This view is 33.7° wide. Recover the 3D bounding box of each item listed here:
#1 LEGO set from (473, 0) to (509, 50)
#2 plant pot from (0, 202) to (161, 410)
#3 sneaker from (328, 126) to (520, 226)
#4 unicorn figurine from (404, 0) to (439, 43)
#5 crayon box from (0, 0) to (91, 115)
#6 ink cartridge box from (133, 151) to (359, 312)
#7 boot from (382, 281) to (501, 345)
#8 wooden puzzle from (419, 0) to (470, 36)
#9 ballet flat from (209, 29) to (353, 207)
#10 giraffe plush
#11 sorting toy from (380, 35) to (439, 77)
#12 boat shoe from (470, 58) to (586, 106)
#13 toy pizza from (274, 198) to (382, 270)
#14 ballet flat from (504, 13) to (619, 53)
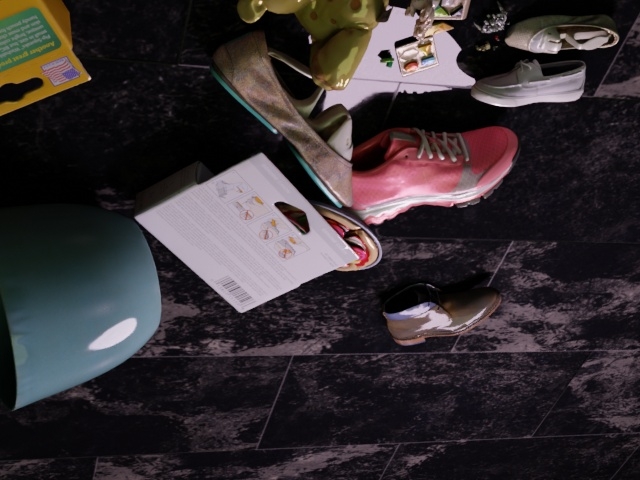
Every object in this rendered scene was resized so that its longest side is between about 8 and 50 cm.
[{"bbox_3d":[0.248,-0.301,1.513,0.054,0.023,0.083,-16,140,0],"label":"LEGO set"},{"bbox_3d":[-0.375,0.075,1.555,0.235,0.293,0.293,-14,142,-27],"label":"plant pot"},{"bbox_3d":[0.155,-0.119,1.621,0.313,0.116,0.136,-18,138,3],"label":"sneaker"},{"bbox_3d":[0.128,-0.348,1.371,0.060,0.162,0.111,-19,167,-4],"label":"unicorn figurine"},{"bbox_3d":[-0.439,-0.292,1.258,0.203,0.083,0.323,-21,139,6],"label":"crayon box"},{"bbox_3d":[-0.111,-0.022,1.637,0.239,0.060,0.275,-26,131,22],"label":"ink cartridge box"},{"bbox_3d":[0.218,0.122,1.939,0.219,0.082,0.106,-23,142,11],"label":"boot"},{"bbox_3d":[0.176,-0.332,1.463,0.078,0.014,0.116,-10,139,-8],"label":"wooden puzzle"},{"bbox_3d":[-0.021,-0.171,1.487,0.106,0.107,0.316,-39,124,8],"label":"ballet flat"},{"bbox_3d":[-0.009,-0.304,1.335,0.170,0.181,0.210,26,167,-9],"label":"giraffe plush"},{"bbox_3d":[0.129,-0.260,1.530,0.083,0.012,0.062,-18,140,2],"label":"sorting toy"},{"bbox_3d":[0.314,-0.240,1.577,0.184,0.066,0.063,-2,124,-12],"label":"boat shoe"},{"bbox_3d":[0.000,0.000,1.690,0.201,0.032,0.201,17,154,9],"label":"toy pizza"},{"bbox_3d":[0.353,-0.297,1.530,0.168,0.052,0.057,-9,139,-8],"label":"ballet flat"}]
